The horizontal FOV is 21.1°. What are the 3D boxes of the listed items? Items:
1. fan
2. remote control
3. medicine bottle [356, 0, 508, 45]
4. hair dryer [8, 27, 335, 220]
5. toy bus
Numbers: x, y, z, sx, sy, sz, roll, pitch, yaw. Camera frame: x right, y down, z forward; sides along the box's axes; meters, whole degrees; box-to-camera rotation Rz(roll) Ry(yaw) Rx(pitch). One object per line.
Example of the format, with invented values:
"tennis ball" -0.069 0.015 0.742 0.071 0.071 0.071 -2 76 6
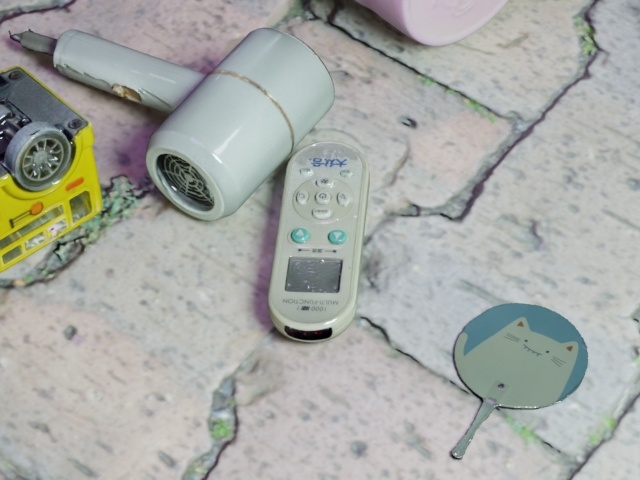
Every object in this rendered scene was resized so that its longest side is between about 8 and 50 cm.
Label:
"fan" 0.155 0.118 1.446 0.113 0.005 0.175 23 55 22
"remote control" 0.000 0.000 1.536 0.078 0.042 0.221 3 51 5
"medicine bottle" 0.046 -0.354 1.727 0.202 0.202 0.316 -36 55 -24
"hair dryer" -0.176 -0.144 1.653 0.357 0.108 0.173 21 53 31
"toy bus" -0.359 -0.018 1.507 0.330 0.152 0.144 -32 49 -24
